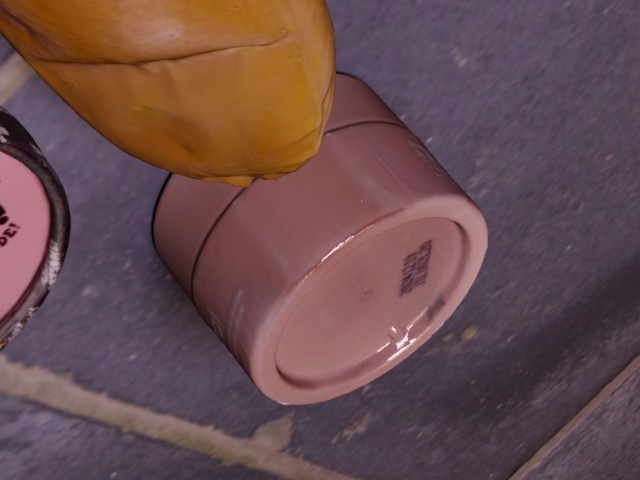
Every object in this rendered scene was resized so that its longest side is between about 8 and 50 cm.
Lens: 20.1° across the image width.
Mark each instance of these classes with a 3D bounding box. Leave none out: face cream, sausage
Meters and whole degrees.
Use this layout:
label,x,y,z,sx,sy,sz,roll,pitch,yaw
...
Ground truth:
label,x,y,z,sx,sy,sz,roll,pitch,yaw
face cream,0.000,0.000,0.952,0.149,0.104,0.149,-28,148,-19
sausage,-0.078,-0.123,0.685,0.134,0.116,0.354,-6,155,11

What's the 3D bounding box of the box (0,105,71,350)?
label,x,y,z,sx,sy,sz,roll,pitch,yaw
box,-0.190,-0.024,0.684,0.151,0.135,0.151,-25,145,-19
